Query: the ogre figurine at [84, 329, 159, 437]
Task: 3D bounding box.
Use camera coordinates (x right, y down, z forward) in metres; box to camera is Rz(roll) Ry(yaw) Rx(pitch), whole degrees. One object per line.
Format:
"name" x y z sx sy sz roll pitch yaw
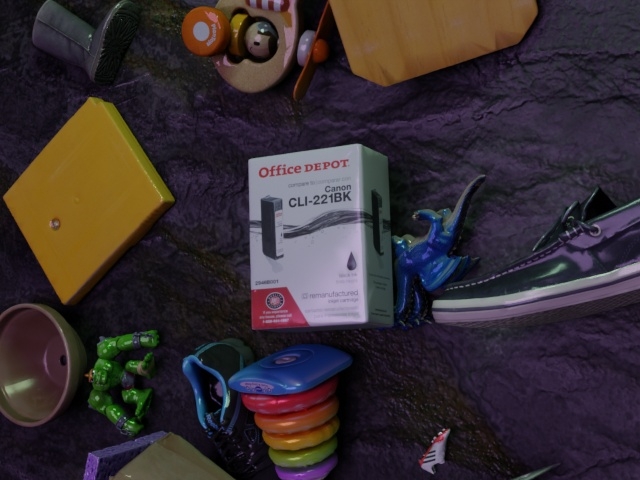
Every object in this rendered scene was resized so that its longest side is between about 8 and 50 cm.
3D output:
"ogre figurine" -0.374 0.262 1.879 0.118 0.097 0.197 10 111 13

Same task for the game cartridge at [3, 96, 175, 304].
"game cartridge" -0.459 -0.080 1.957 0.324 0.053 0.285 -42 69 21

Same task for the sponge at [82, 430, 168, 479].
"sponge" -0.349 0.418 1.789 0.031 0.210 0.117 18 100 28

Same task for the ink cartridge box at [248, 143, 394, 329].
"ink cartridge box" 0.000 0.000 1.540 0.197 0.114 0.273 -6 80 25

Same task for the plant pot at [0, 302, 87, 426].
"plant pot" -0.541 0.240 1.964 0.237 0.110 0.237 -1 89 30

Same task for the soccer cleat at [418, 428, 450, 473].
"soccer cleat" 0.187 0.332 1.576 0.035 0.029 0.083 38 111 16

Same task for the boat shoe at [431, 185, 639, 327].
"boat shoe" 0.384 0.013 1.377 0.500 0.187 0.156 -20 74 24

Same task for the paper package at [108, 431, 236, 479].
"paper package" -0.200 0.547 1.676 0.325 0.168 0.309 30 128 27

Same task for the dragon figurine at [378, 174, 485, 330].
"dragon figurine" 0.186 0.028 1.544 0.289 0.085 0.144 -40 70 25

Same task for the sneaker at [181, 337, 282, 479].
"sneaker" -0.149 0.338 1.711 0.125 0.140 0.341 -28 77 25

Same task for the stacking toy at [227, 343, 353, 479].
"stacking toy" -0.029 0.337 1.653 0.175 0.166 0.302 -2 103 40

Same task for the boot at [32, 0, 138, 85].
"boot" -0.464 -0.420 1.954 0.208 0.076 0.189 40 107 32

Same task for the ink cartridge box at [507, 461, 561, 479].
"ink cartridge box" 0.194 0.450 1.464 0.353 0.207 0.119 -30 73 28

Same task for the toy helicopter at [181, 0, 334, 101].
"toy helicopter" -0.049 -0.395 1.658 0.235 0.140 0.355 43 114 13

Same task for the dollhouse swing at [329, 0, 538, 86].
"dollhouse swing" 0.138 -0.471 1.533 0.347 0.305 0.315 -18 44 8
